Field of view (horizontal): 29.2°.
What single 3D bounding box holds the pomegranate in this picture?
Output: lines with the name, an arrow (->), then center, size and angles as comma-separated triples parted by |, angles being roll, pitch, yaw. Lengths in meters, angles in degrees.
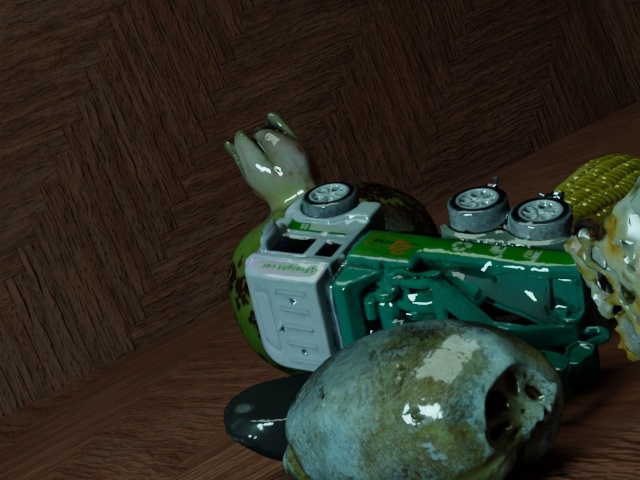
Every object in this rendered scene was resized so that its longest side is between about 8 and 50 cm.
pomegranate -> 0.000, 0.000, 1.524 | 0.285, 0.341, 0.285 | -25, 2, 1

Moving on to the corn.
corn -> 0.297, 0.000, 1.373 | 0.144, 0.144, 0.387 | -19, 6, 38

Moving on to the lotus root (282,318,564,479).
lotus root -> 0.056, 0.142, 1.007 | 0.158, 0.140, 0.322 | -28, 5, -37

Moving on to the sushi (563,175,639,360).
sushi -> 0.372, -0.041, 0.847 | 0.417, 0.176, 0.417 | -32, -14, -9

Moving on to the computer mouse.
computer mouse -> 0.016, 0.171, 1.203 | 0.217, 0.074, 0.122 | -14, 20, -7

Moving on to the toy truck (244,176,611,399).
toy truck -> 0.102, 0.052, 1.147 | 0.363, 0.177, 0.178 | 9, 33, 34
